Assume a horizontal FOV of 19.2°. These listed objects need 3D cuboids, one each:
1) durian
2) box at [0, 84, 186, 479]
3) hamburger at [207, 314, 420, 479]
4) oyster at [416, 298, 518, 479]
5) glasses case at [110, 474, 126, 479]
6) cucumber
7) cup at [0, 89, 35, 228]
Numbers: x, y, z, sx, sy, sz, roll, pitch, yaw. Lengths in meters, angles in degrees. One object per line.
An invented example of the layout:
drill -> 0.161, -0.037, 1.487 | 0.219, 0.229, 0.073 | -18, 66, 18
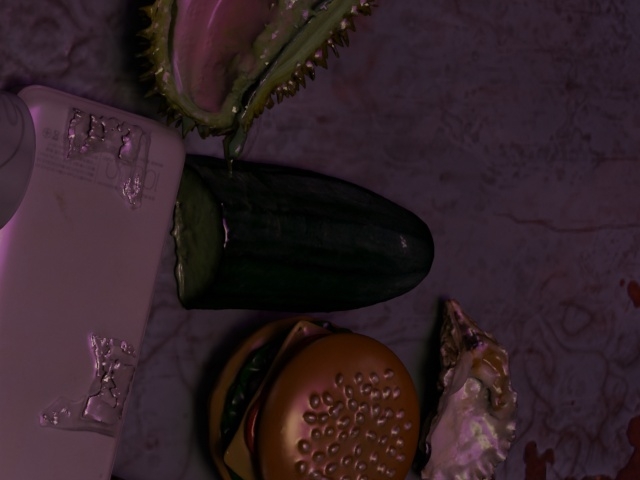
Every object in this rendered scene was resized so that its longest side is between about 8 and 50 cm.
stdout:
durian -> -0.050, -0.159, 1.341 | 0.137, 0.095, 0.220 | 36, 70, 1
box -> -0.181, 0.045, 1.286 | 0.142, 0.044, 0.285 | 16, 85, -37
hamburger -> -0.005, 0.134, 1.392 | 0.162, 0.115, 0.162 | -4, 97, -37
oyster -> 0.115, 0.138, 1.537 | 0.121, 0.045, 0.146 | -53, 131, -26
glasses case -> -0.158, 0.280, 1.326 | 0.075, 0.049, 0.218 | 35, 73, -36
cucumber -> 0.000, 0.000, 1.419 | 0.244, 0.063, 0.115 | 2, 94, -41
cup -> -0.253, -0.078, 1.176 | 0.133, 0.099, 0.136 | 15, 86, -39
